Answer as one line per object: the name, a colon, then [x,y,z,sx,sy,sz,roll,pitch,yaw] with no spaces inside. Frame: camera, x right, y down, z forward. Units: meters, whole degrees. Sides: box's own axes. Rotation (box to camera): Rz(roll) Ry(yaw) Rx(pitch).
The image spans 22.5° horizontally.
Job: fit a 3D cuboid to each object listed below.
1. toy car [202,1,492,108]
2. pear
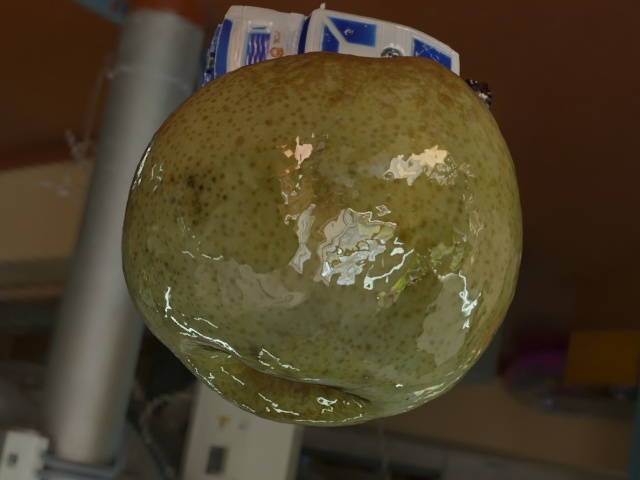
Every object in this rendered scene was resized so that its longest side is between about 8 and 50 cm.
toy car: [0.017,-0.093,0.960,0.170,0.080,0.070,10,151,-8]
pear: [0.000,0.000,0.654,0.167,0.136,0.167,8,161,3]
